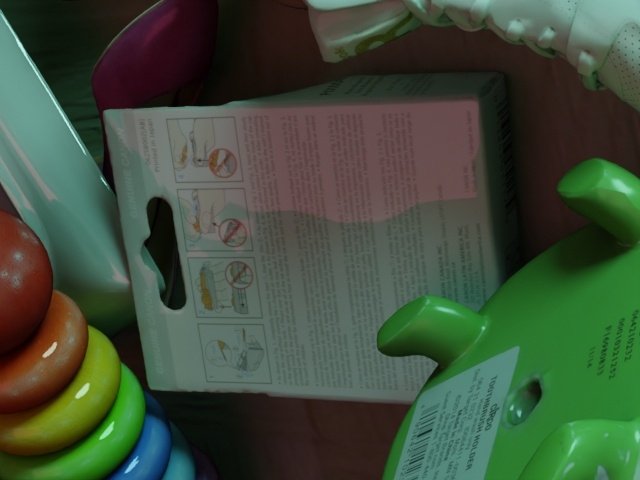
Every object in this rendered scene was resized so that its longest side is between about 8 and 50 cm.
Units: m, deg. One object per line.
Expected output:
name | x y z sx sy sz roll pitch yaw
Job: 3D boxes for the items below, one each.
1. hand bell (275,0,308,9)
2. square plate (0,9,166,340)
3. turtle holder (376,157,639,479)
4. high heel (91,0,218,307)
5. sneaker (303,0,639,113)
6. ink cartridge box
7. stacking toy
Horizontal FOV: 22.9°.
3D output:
hand bell | -0.079 -0.160 0.834 0.126 0.242 0.126 14 117 31
square plate | -0.277 -0.042 1.103 0.344 0.049 0.347 57 142 4
turtle holder | 0.180 0.098 0.772 0.227 0.243 0.320 35 112 -18
high heel | -0.098 -0.048 0.990 0.117 0.082 0.244 53 134 17
sneaker | 0.086 -0.118 0.782 0.169 0.108 0.292 -36 75 8
ink cartridge box | 0.000 0.000 0.932 0.232 0.066 0.189 2 110 25
stacking toy | -0.162 0.105 0.989 0.141 0.141 0.330 10 139 33
